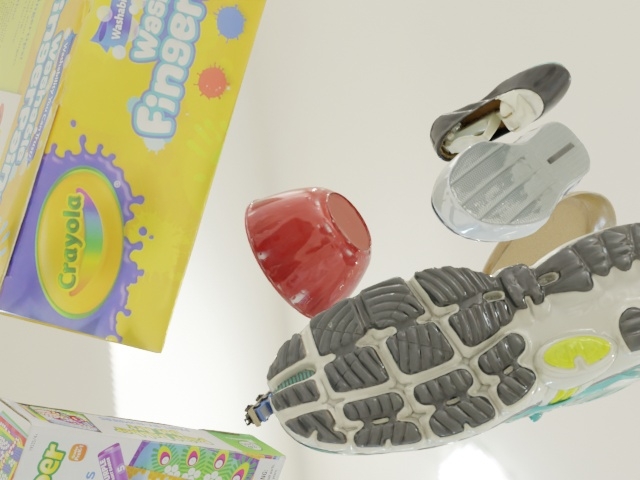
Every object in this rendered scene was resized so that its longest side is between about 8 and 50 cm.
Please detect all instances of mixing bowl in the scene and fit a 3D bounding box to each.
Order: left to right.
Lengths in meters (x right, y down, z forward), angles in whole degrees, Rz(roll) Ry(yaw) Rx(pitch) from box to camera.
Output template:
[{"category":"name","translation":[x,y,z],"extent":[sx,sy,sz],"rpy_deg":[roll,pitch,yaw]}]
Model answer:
[{"category":"mixing bowl","translation":[0.000,0.000,1.734],"extent":[0.098,0.181,0.181],"rpy_deg":[-34,-88,23]}]

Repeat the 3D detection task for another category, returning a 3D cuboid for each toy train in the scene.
[{"category":"toy train","translation":[-0.038,0.173,1.652],"extent":[0.036,0.158,0.027],"rpy_deg":[-11,-67,45]}]

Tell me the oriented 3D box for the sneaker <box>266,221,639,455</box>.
[{"category":"sneaker","translation":[0.105,0.078,0.817],"extent":[0.110,0.275,0.107],"rpy_deg":[95,-20,-55]}]

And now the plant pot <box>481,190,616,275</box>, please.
[{"category":"plant pot","translation":[0.264,0.037,1.663],"extent":[0.032,0.236,0.236],"rpy_deg":[40,-33,37]}]

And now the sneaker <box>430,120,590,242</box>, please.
[{"category":"sneaker","translation":[0.163,-0.037,1.247],"extent":[0.091,0.258,0.094],"rpy_deg":[-43,-103,33]}]

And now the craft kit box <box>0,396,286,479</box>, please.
[{"category":"craft kit box","translation":[-0.165,0.252,1.017],"extent":[0.061,0.246,0.250],"rpy_deg":[24,-84,47]}]

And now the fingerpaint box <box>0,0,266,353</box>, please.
[{"category":"fingerpaint box","translation":[-0.215,-0.145,1.303],"extent":[0.163,0.445,0.371],"rpy_deg":[18,-5,-27]}]

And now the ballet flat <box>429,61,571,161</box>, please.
[{"category":"ballet flat","translation":[0.223,-0.152,1.722],"extent":[0.203,0.074,0.074],"rpy_deg":[-25,-79,31]}]
